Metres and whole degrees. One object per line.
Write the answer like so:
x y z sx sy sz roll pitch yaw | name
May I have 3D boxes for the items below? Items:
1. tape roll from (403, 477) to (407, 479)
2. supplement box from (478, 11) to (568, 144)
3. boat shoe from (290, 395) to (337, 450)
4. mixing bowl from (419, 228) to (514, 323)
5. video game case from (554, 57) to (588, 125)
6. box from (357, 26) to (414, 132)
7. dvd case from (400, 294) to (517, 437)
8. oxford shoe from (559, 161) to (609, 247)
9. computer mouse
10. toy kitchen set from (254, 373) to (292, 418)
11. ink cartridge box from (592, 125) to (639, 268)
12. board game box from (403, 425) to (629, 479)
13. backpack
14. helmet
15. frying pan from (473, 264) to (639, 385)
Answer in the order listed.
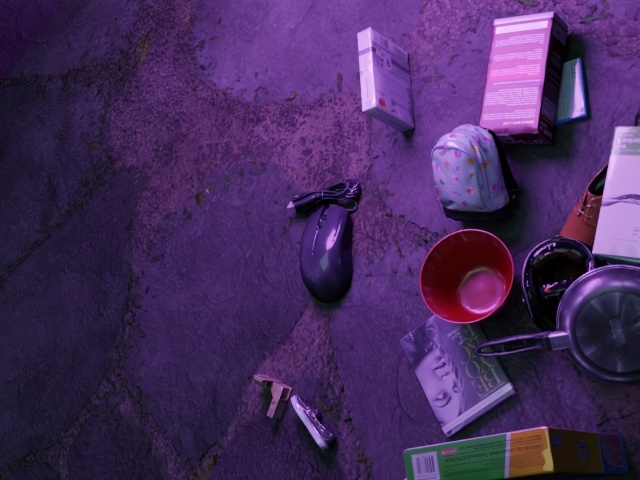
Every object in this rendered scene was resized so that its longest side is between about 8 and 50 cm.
0.199 0.522 1.502 0.219 0.072 0.219 -27 38 23 | tape roll
0.388 -0.306 1.624 0.130 0.073 0.240 4 79 40 | supplement box
-0.013 0.378 1.790 0.040 0.049 0.142 -39 56 1 | boat shoe
0.288 0.081 1.586 0.181 0.098 0.182 -12 64 26 | mixing bowl
0.430 -0.273 1.639 0.166 0.015 0.119 -13 70 36 | video game case
0.140 -0.340 1.807 0.038 0.145 0.186 -18 67 37 | box
0.259 0.240 1.625 0.164 0.018 0.221 -40 56 23 | dvd case
0.475 -0.054 1.501 0.076 0.076 0.212 36 102 38 | oxford shoe
0.000 0.000 1.869 0.188 0.072 0.272 -13 69 35 | computer mouse
-0.123 0.341 1.870 0.083 0.068 0.075 19 89 41 | toy kitchen set
0.535 -0.059 1.396 0.092 0.160 0.220 8 82 41 | ink cartridge box
0.319 0.352 1.349 0.242 0.316 0.064 -19 66 34 | board game box
0.284 -0.126 1.606 0.151 0.115 0.182 4 120 36 | backpack
0.423 0.086 1.444 0.169 0.161 0.170 -14 58 24 | helmet
0.408 0.127 1.343 0.326 0.053 0.197 9 105 21 | frying pan
